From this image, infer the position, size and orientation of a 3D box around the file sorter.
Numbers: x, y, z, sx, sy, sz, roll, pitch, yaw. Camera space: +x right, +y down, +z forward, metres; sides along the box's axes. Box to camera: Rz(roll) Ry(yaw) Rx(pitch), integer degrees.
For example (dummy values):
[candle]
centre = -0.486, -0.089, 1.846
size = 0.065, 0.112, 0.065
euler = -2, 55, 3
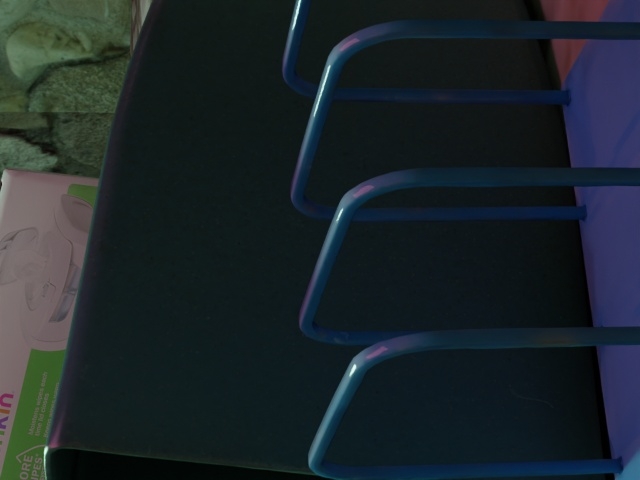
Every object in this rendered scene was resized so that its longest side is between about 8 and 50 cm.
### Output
[file sorter]
centre = 0.050, 0.007, 0.437
size = 0.118, 0.104, 0.170
euler = 108, 159, -65

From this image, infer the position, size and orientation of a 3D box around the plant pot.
[plant pot]
centre = 0.000, 0.000, 0.609
size = 0.165, 0.165, 0.234
euler = 108, 168, -63

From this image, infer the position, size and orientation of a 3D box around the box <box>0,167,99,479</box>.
[box]
centre = -0.173, 0.102, 1.312
size = 0.231, 0.126, 0.262
euler = 40, -120, -66
